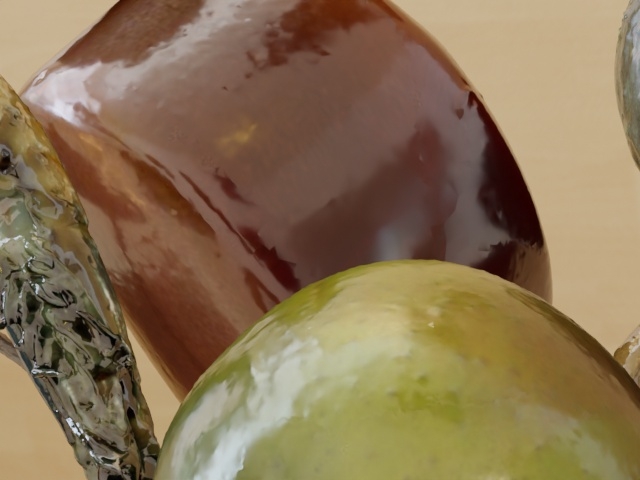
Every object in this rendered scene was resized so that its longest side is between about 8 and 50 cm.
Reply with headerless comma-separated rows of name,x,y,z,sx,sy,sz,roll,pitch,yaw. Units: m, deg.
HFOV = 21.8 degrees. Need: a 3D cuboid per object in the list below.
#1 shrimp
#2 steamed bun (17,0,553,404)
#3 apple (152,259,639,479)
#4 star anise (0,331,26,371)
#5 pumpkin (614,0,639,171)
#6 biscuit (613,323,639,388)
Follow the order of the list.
shrimp,-0.127,0.028,0.648,0.051,0.198,0.262,-23,89,14
steamed bun,0.000,0.000,1.044,0.248,0.235,0.379,11,137,54
apple,0.034,0.097,0.617,0.196,0.157,0.196,-2,118,-3
star anise,-0.167,0.063,1.048,0.227,0.218,0.148,29,112,-39
pumpkin,0.323,-0.103,1.045,0.293,0.197,0.263,27,91,29
biscuit,0.246,0.135,1.019,0.042,0.226,0.226,4,123,57
